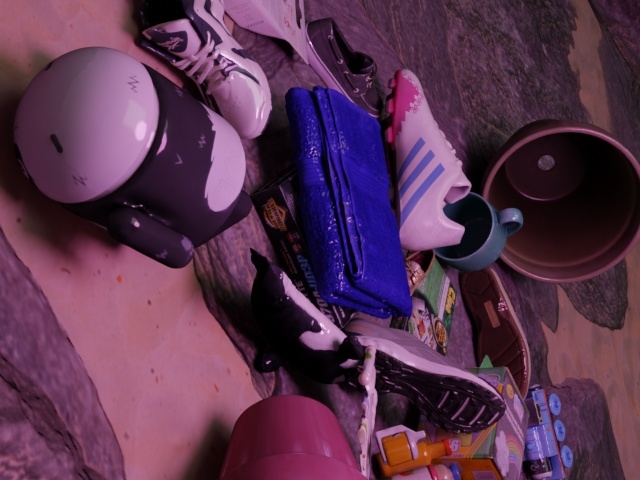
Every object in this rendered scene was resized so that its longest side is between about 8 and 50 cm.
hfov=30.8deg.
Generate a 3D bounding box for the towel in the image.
[{"bbox_3d":[0.052,-0.053,1.631,0.227,0.076,0.308,20,56,-56],"label":"towel"}]

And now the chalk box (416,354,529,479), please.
[{"bbox_3d":[0.234,0.278,1.779,0.132,0.132,0.213,60,34,-39],"label":"chalk box"}]

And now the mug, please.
[{"bbox_3d":[0.270,-0.007,2.029,0.097,0.157,0.129,34,80,-55],"label":"mug"}]

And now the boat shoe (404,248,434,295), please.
[{"bbox_3d":[0.142,0.050,1.851,0.050,0.045,0.135,34,40,6],"label":"boat shoe"}]

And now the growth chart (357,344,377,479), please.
[{"bbox_3d":[0.057,0.265,1.499,0.172,0.021,0.237,-36,129,-83],"label":"growth chart"}]

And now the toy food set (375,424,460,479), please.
[{"bbox_3d":[0.139,0.300,1.546,0.232,0.104,0.111,84,-11,-70],"label":"toy food set"}]

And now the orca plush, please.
[{"bbox_3d":[-0.035,0.128,1.449,0.102,0.151,0.287,-54,160,-12],"label":"orca plush"}]

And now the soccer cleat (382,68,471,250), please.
[{"bbox_3d":[0.174,-0.132,1.920,0.116,0.143,0.331,92,-1,-65],"label":"soccer cleat"}]

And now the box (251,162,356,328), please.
[{"bbox_3d":[0.000,0.000,1.644,0.220,0.051,0.175,66,28,-11],"label":"box"}]

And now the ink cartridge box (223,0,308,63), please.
[{"bbox_3d":[-0.091,-0.382,1.724,0.225,0.056,0.181,46,36,-57],"label":"ink cartridge box"}]

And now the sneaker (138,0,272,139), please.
[{"bbox_3d":[-0.157,-0.231,1.454,0.153,0.094,0.235,-21,92,-61],"label":"sneaker"}]

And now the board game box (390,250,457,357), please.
[{"bbox_3d":[0.169,0.127,1.902,0.136,0.030,0.260,54,33,-26],"label":"board game box"}]

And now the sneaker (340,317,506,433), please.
[{"bbox_3d":[0.145,0.184,1.653,0.271,0.100,0.108,26,31,-10],"label":"sneaker"}]

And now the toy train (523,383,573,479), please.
[{"bbox_3d":[0.401,0.357,2.138,0.105,0.080,0.184,-1,77,-52],"label":"toy train"}]

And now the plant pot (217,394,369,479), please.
[{"bbox_3d":[-0.034,0.278,1.289,0.201,0.201,0.180,54,17,-31],"label":"plant pot"}]

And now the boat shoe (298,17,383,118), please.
[{"bbox_3d":[0.050,-0.277,1.875,0.228,0.076,0.080,47,36,-38],"label":"boat shoe"}]

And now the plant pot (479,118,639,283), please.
[{"bbox_3d":[0.475,-0.114,2.349,0.323,0.323,0.280,62,14,-18],"label":"plant pot"}]

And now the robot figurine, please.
[{"bbox_3d":[-0.193,-0.087,1.225,0.278,0.209,0.174,32,83,-51],"label":"robot figurine"}]

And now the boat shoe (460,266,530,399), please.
[{"bbox_3d":[0.330,0.170,2.100,0.095,0.095,0.257,21,55,-63],"label":"boat shoe"}]
